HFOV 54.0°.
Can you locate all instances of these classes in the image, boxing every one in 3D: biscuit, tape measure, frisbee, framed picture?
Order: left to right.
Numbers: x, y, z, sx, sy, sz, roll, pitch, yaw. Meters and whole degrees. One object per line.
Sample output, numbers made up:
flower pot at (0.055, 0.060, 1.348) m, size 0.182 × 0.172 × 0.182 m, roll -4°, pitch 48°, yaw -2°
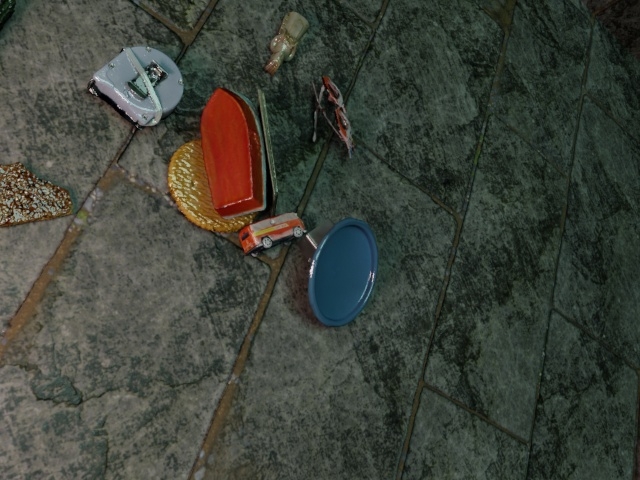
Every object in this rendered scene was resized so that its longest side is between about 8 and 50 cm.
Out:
biscuit at (-0.633, -0.094, 1.274) m, size 0.237 × 0.026 × 0.131 m, roll -15°, pitch 85°, yaw -36°
tape measure at (-0.415, -0.362, 1.466) m, size 0.182 × 0.107 × 0.181 m, roll 38°, pitch 64°, yaw -16°
biscuit at (-0.255, -0.137, 1.545) m, size 0.254 × 0.035 × 0.253 m, roll 11°, pitch 68°, yaw -30°
framed picture at (-0.131, -0.207, 1.554) m, size 0.017 × 0.217 × 0.274 m, roll -7°, pitch 79°, yaw -8°
frisbee at (0.052, 0.082, 1.629) m, size 0.290 × 0.049 × 0.289 m, roll -18°, pitch 113°, yaw -48°

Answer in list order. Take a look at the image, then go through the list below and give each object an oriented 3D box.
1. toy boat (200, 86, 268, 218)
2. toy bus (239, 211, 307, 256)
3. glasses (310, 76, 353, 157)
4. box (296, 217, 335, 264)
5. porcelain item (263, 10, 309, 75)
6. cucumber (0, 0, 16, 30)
toy boat at (-0.197, -0.215, 1.510) m, size 0.133 × 0.145 × 0.331 m, roll 28°, pitch 50°, yaw -66°
toy bus at (-0.119, -0.019, 1.577) m, size 0.174 × 0.079 × 0.077 m, roll -21°, pitch 82°, yaw -38°
glasses at (0.034, -0.354, 1.807) m, size 0.162 × 0.095 × 0.255 m, roll 9°, pitch 65°, yaw -62°
box at (0.000, 0.000, 1.652) m, size 0.122 × 0.084 × 0.069 m, roll -37°, pitch 87°, yaw -38°
porcelain item at (-0.100, -0.557, 1.782) m, size 0.084 × 0.054 × 0.213 m, roll 35°, pitch 59°, yaw -19°
cucumber at (-0.716, -0.423, 1.295) m, size 0.077 × 0.077 × 0.265 m, roll 30°, pitch 59°, yaw -24°
